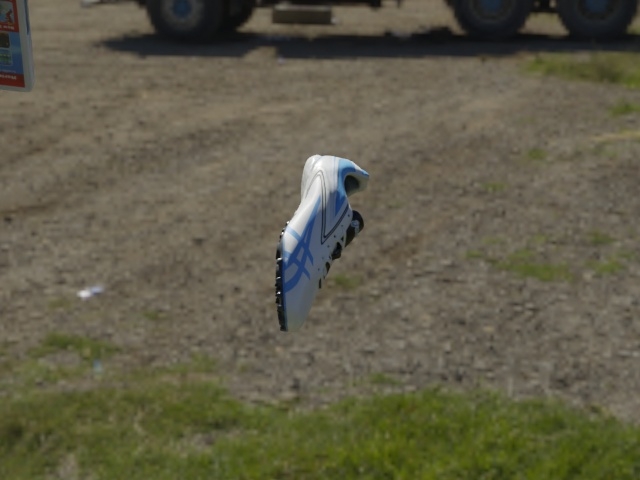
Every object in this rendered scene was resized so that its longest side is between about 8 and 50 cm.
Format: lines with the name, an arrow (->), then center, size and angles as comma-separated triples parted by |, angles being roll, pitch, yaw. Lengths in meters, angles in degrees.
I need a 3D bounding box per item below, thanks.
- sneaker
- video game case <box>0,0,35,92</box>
sneaker -> 0.000, 0.000, 1.376 | 0.086, 0.085, 0.237 | 11, 56, 7
video game case -> -0.415, -0.286, 1.286 | 0.204, 0.285, 0.025 | 6, 44, -1
